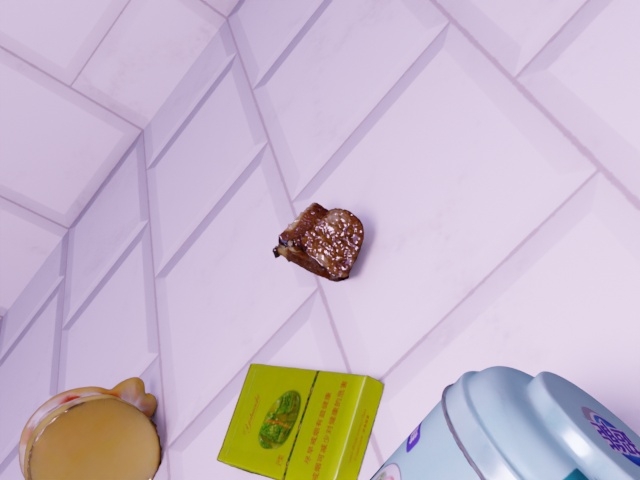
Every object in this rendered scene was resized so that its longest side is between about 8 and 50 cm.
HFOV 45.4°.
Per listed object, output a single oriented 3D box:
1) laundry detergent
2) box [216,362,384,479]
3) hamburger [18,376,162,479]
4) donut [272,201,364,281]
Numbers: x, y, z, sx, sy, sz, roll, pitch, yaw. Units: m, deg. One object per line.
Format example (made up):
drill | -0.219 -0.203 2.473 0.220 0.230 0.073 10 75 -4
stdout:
laundry detergent | 0.177 0.294 0.724 0.305 0.287 0.287 -52 32 14
box | -0.044 0.303 1.261 0.335 0.047 0.187 -6 60 52
hamburger | -0.472 0.416 1.596 0.303 0.261 0.186 -47 25 -14
donut | 0.002 0.003 1.391 0.126 0.144 0.186 -58 0 -8
